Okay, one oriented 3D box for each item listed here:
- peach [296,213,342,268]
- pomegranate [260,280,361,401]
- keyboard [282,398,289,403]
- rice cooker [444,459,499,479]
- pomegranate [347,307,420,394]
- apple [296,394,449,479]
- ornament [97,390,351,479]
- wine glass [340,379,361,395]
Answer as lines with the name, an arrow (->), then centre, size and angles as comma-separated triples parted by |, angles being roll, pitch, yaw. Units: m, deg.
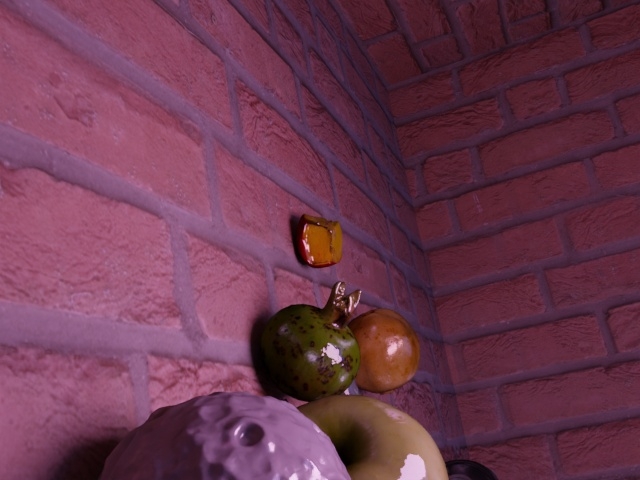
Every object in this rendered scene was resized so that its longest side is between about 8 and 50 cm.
peach -> -0.002, 0.004, 1.745 | 0.151, 0.118, 0.151 | 29, 19, -11
pomegranate -> -0.007, 0.204, 1.373 | 0.211, 0.263, 0.211 | 31, 13, -8
keyboard -> -0.085, 0.383, 1.340 | 0.060, 0.018, 0.195 | 63, 19, -9
rice cooker -> 0.453, 0.852, 2.156 | 0.316, 0.264, 0.317 | -17, 117, -37
pomegranate -> 0.153, 0.292, 1.813 | 0.233, 0.233, 0.233 | -16, 90, -72
apple -> 0.047, 0.443, 1.152 | 0.357, 0.357, 0.358 | -16, 90, -72
ornament -> -0.104, 0.351, 0.834 | 0.337, 0.336, 0.337 | -16, 90, -72
wine glass -> 0.059, 0.400, 1.612 | 0.103, 0.103, 0.231 | 15, 58, -69
